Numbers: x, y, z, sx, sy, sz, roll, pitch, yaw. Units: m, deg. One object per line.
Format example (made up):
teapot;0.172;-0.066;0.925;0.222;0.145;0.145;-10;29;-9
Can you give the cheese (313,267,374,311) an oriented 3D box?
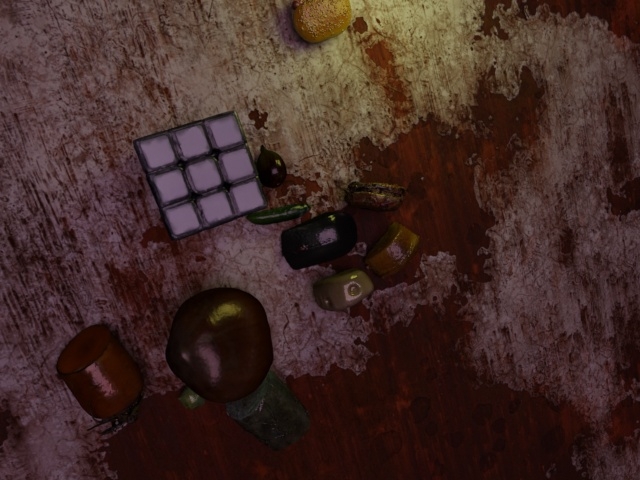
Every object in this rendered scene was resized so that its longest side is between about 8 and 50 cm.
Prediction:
cheese;0.088;0.172;1.636;0.218;0.235;0.117;-23;94;-55

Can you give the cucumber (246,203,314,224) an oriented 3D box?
cucumber;-0.137;-0.093;1.607;0.250;0.056;0.056;-13;100;-14

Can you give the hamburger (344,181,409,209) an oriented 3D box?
hamburger;0.198;-0.158;1.620;0.231;0.231;0.107;9;94;-19

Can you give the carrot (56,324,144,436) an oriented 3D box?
carrot;-0.664;0.447;1.418;0.193;0.214;0.331;-29;107;-11

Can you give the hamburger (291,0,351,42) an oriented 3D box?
hamburger;0.000;-0.773;1.544;0.210;0.116;0.173;-27;106;-13

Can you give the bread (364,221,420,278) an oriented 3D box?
bread;0.279;0.037;1.719;0.143;0.139;0.229;40;82;-10

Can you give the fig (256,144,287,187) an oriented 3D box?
fig;-0.176;-0.258;1.559;0.109;0.103;0.154;-38;71;28

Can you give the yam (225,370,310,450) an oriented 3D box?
yam;-0.180;0.609;1.598;0.202;0.201;0.271;-26;124;25

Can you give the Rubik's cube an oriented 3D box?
Rubik's cube;-0.366;-0.196;1.391;0.304;0.305;0.301;-21;102;-16

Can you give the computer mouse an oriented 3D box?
computer mouse;0.002;0.001;1.645;0.295;0.087;0.168;-22;105;-12

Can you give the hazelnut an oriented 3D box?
hazelnut;-0.318;0.332;1.446;0.366;0.366;0.366;-2;97;-18

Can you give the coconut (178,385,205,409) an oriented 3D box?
coconut;-0.442;0.539;1.565;0.096;0.088;0.088;-5;97;-23
